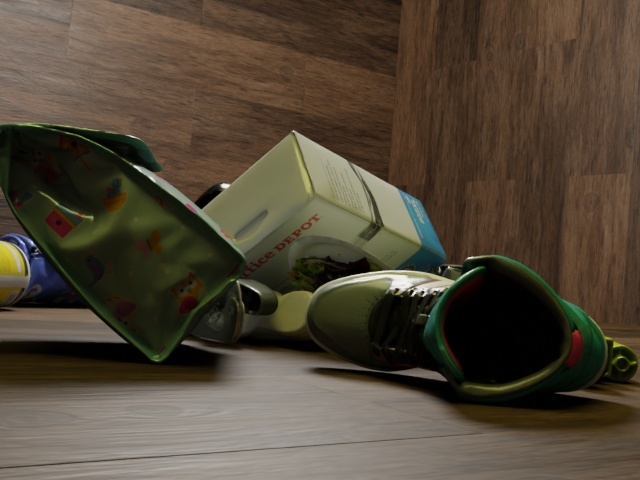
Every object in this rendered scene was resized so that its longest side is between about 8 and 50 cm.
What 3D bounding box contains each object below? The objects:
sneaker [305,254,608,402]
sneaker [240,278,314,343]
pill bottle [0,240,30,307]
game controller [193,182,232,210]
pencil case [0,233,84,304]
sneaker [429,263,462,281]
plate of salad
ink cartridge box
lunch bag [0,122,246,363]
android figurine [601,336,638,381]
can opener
[{"bbox_3d":[0.104,0.078,0.745,0.295,0.124,0.178,5,-11,20],"label":"sneaker"},{"bbox_3d":[-0.049,0.105,1.085,0.094,0.080,0.212,27,-13,-38],"label":"sneaker"},{"bbox_3d":[-0.513,0.047,1.188,0.103,0.103,0.184,4,-3,17],"label":"pill bottle"},{"bbox_3d":[-0.082,-0.005,1.328,0.319,0.067,0.166,15,-37,-40],"label":"game controller"},{"bbox_3d":[-0.426,0.053,1.448,0.133,0.119,0.306,-32,-23,32],"label":"pencil case"},{"bbox_3d":[0.200,0.098,1.256,0.111,0.121,0.300,5,-2,-1],"label":"sneaker"},{"bbox_3d":[0.038,0.072,1.047,0.199,0.048,0.200,26,-33,18],"label":"plate of salad"},{"bbox_3d":[0.000,0.000,1.225,0.223,0.129,0.307,-37,-39,26],"label":"ink cartridge box"},{"bbox_3d":[-0.210,-0.015,0.857,0.262,0.160,0.223,42,-5,-2],"label":"lunch bag"},{"bbox_3d":[0.231,0.124,0.970,0.248,0.056,0.273,4,-2,-1],"label":"android figurine"},{"bbox_3d":[-0.161,0.085,1.090,0.095,0.076,0.283,2,-2,-36],"label":"can opener"}]
